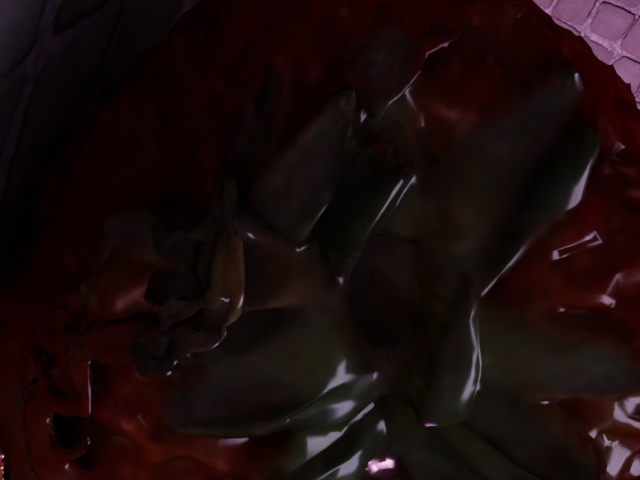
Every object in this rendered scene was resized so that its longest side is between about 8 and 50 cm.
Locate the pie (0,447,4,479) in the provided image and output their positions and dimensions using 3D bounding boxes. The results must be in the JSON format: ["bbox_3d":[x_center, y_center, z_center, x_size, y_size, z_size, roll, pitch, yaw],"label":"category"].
[{"bbox_3d":[-0.182,0.136,0.575,0.092,0.034,0.170,-56,175,-30],"label":"pie"}]

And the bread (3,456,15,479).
[{"bbox_3d":[-0.165,0.179,0.801,0.098,0.087,0.269,-58,175,-28],"label":"bread"}]

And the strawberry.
[{"bbox_3d":[0.000,0.000,0.550,0.351,0.312,0.267,-90,161,-67],"label":"strawberry"}]
